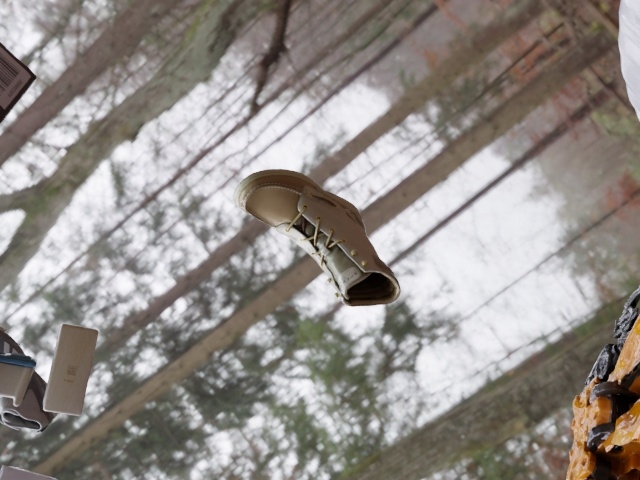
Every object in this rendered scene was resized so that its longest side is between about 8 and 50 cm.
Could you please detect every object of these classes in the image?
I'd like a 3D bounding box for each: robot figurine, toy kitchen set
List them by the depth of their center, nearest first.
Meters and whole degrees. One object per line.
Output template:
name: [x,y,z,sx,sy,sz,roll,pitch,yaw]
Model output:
robot figurine: [0.272,0.108,0.638,0.085,0.291,0.211,21,-133,1]
toy kitchen set: [-0.441,0.167,1.248,0.207,0.122,0.166,13,173,-17]

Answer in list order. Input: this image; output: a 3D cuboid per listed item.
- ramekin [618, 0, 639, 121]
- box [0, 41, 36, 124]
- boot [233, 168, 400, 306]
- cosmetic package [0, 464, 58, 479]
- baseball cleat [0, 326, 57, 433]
ramekin: [0.263,-0.113,0.386,0.273,0.273,0.127,33,-164,-36]
box: [-0.406,-0.085,0.750,0.143,0.270,0.165,47,-156,-23]
boot: [0.000,0.000,1.085,0.213,0.077,0.165,20,-150,-41]
cosmetic package: [-0.308,0.284,0.879,0.060,0.239,0.098,17,-108,-13]
baseball cleat: [-0.508,0.225,1.399,0.206,0.072,0.109,47,-157,-10]
